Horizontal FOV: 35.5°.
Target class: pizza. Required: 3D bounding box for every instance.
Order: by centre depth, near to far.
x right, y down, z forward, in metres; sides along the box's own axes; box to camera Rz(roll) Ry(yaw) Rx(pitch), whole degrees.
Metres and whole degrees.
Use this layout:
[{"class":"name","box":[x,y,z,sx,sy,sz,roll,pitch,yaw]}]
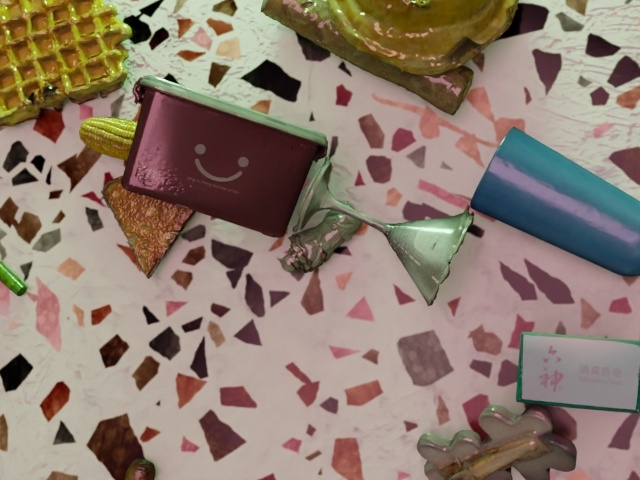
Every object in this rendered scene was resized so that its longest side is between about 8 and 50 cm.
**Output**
[{"class":"pizza","box":[-0.256,-0.028,1.598,0.185,0.036,0.176,-8,84,10]}]

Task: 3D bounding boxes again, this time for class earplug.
[{"class":"earplug","box":[0.363,-0.042,1.418,0.273,0.132,0.132,29,91,10]}]

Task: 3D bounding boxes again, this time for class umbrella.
[{"class":"umbrella","box":[0.000,0.000,1.525,0.143,0.062,0.067,-36,110,0]}]

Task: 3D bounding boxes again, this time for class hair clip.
[{"class":"hair clip","box":[0.234,0.300,1.379,0.146,0.075,0.257,47,127,-6]}]

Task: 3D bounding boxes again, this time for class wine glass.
[{"class":"wine glass","box":[0.086,-0.020,1.434,0.232,0.156,0.156,25,90,4]}]

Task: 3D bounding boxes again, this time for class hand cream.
[{"class":"hand cream","box":[-0.536,0.048,1.659,0.122,0.023,0.036,37,105,15]}]

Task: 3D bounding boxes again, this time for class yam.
[{"class":"yam","box":[0.071,-0.303,1.533,0.357,0.081,0.081,31,91,12]}]

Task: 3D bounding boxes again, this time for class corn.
[{"class":"corn","box":[-0.288,-0.156,1.601,0.203,0.072,0.072,14,87,14]}]

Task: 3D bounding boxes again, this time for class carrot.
[{"class":"carrot","box":[-0.300,0.433,1.554,0.047,0.047,0.191,17,89,14]}]

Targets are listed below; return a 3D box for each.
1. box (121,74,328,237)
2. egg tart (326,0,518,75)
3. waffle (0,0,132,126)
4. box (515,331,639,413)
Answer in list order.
[{"class":"box","box":[-0.151,-0.120,1.473,0.294,0.193,0.167,18,94,-10]},{"class":"egg tart","box":[0.153,-0.382,1.467,0.290,0.115,0.290,-1,68,1]},{"class":"waffle","box":[-0.458,-0.304,1.660,0.309,0.065,0.283,28,88,17]},{"class":"box","box":[0.342,0.178,1.334,0.153,0.245,0.092,4,82,12]}]
